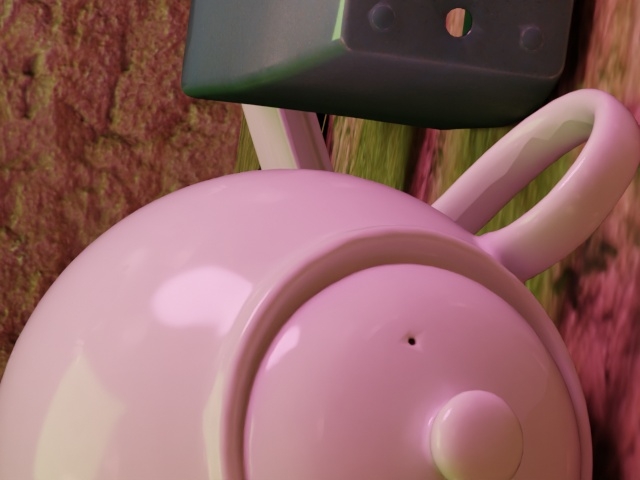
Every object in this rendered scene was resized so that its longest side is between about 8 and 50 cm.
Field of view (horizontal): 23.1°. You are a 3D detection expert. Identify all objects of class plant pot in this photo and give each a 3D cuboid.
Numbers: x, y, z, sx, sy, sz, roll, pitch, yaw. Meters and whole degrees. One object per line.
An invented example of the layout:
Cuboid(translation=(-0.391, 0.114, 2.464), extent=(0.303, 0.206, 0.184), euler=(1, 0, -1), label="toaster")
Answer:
Cuboid(translation=(0.036, -0.141, 0.784), extent=(0.234, 0.165, 0.166), euler=(-152, 69, -76), label="plant pot")

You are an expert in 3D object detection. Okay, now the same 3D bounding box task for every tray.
Cuboid(translation=(0.000, 0.000, 1.072), extent=(0.145, 0.030, 0.270), euler=(-168, 61, -80), label="tray")

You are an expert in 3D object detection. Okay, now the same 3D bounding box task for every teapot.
Cuboid(translation=(0.012, 0.076, 0.583), extent=(0.187, 0.252, 0.256), euler=(-24, 72, 57), label="teapot")

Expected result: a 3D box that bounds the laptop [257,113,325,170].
Cuboid(translation=(-0.013, 0.022, 1.602), extent=(0.264, 0.136, 0.234), euler=(-54, -15, -43), label="laptop")
